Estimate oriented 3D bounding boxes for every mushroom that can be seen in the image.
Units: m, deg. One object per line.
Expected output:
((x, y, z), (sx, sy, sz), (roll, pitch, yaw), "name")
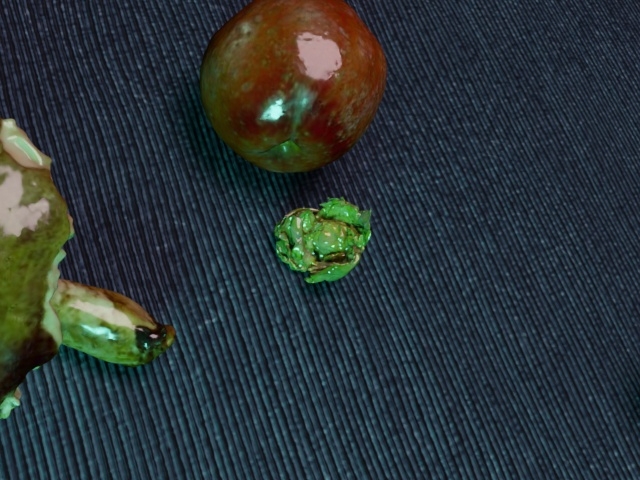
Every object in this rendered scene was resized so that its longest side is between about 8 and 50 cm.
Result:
((-0.255, 0.052, 1.104), (0.233, 0.301, 0.208), (13, 60, 18), "mushroom")

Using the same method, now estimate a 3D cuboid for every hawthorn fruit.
((-0.025, -0.142, 1.460), (0.173, 0.173, 0.173), (22, 39, -19), "hawthorn fruit")

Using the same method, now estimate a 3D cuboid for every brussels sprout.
((0.000, 0.000, 1.420), (0.085, 0.058, 0.085), (3, 69, -7), "brussels sprout")
